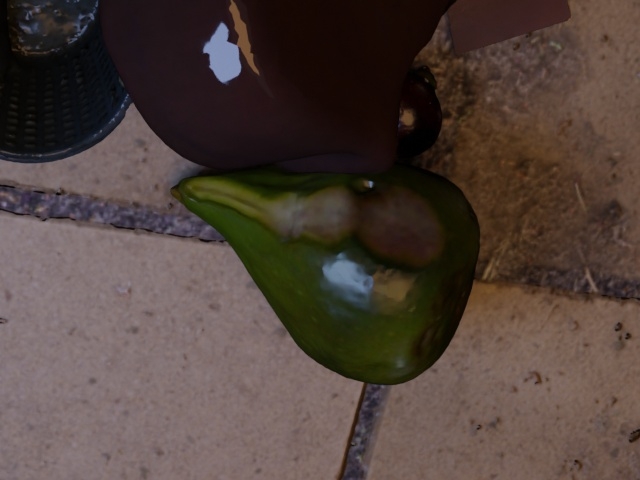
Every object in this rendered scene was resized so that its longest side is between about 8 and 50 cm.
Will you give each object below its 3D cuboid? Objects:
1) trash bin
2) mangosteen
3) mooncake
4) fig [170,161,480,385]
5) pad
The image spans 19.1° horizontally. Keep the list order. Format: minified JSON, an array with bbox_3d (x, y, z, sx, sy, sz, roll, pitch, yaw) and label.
[{"bbox_3d":[-0.231,-0.171,1.527,0.175,0.161,0.175,-3,116,-6],"label":"trash bin"},{"bbox_3d":[0.071,-0.111,1.665,0.081,0.081,0.081,-4,116,-9],"label":"mangosteen"},{"bbox_3d":[-0.016,-0.210,1.472,0.334,0.174,0.326,15,74,-48],"label":"mooncake"},{"bbox_3d":[0.000,0.000,1.664,0.275,0.206,0.206,21,112,11],"label":"fig"},{"bbox_3d":[0.151,-0.260,1.645,0.113,0.006,0.188,-19,119,-9],"label":"pad"}]
